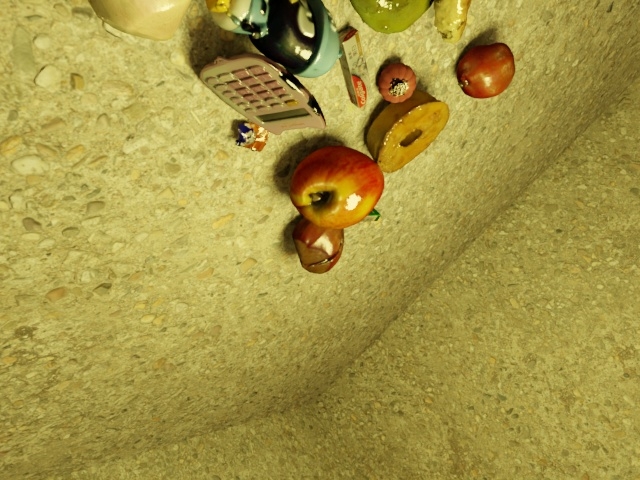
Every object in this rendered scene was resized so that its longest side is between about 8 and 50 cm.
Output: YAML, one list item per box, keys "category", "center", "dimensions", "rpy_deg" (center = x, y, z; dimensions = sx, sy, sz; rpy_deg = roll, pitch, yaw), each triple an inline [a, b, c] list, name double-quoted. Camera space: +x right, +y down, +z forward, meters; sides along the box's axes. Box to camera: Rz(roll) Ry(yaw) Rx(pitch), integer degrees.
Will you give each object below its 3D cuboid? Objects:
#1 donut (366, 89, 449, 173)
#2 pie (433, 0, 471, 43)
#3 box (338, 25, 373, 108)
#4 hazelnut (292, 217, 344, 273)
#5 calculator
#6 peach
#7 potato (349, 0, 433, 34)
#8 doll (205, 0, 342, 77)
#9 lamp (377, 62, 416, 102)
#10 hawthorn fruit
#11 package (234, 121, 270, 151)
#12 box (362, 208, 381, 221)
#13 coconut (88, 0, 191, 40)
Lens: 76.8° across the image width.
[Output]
- category: "donut"
  center: [0.262, -0.346, 1.265]
  dimensions: [0.278, 0.108, 0.277]
  rpy_deg: [-31, 158, -14]
- category: "pie"
  center: [0.305, -0.609, 0.873]
  dimensions: [0.339, 0.083, 0.339]
  rpy_deg: [12, 90, -76]
- category: "box"
  center: [0.089, -0.440, 1.043]
  dimensions: [0.055, 0.039, 0.218]
  rpy_deg: [-39, 150, -5]
- category: "hazelnut"
  center: [0.003, 0.001, 1.393]
  dimensions: [0.181, 0.181, 0.212]
  rpy_deg: [-17, 137, -1]
- category: "calculator"
  center: [-0.118, -0.313, 0.872]
  dimensions: [0.294, 0.194, 0.043]
  rpy_deg: [24, 71, -58]
- category: "peach"
  center: [0.047, -0.158, 1.180]
  dimensions: [0.281, 0.281, 0.238]
  rpy_deg: [-28, 105, -20]
- category: "potato"
  center: [0.158, -0.546, 0.865]
  dimensions: [0.253, 0.149, 0.186]
  rpy_deg: [-22, 128, -38]
- category: "doll"
  center: [-0.069, -0.414, 0.772]
  dimensions: [0.314, 0.177, 0.141]
  rpy_deg: [3, 153, -46]
- category: "lamp"
  center: [0.214, -0.440, 1.130]
  dimensions: [0.108, 0.092, 0.107]
  rpy_deg: [-1, 128, -1]
- category: "hawthorn fruit"
  center: [0.514, -0.527, 1.273]
  dimensions: [0.188, 0.169, 0.169]
  rpy_deg: [-37, 151, -22]
- category: "package"
  center: [-0.171, -0.258, 1.004]
  dimensions: [0.111, 0.033, 0.077]
  rpy_deg: [-17, 121, -56]
- category: "box"
  center: [0.091, -0.115, 1.380]
  dimensions: [0.235, 0.132, 0.034]
  rpy_deg: [-5, 137, -45]
- category: "coconut"
  center: [-0.267, -0.390, 0.598]
  dimensions: [0.171, 0.171, 0.183]
  rpy_deg: [-36, 147, -7]
